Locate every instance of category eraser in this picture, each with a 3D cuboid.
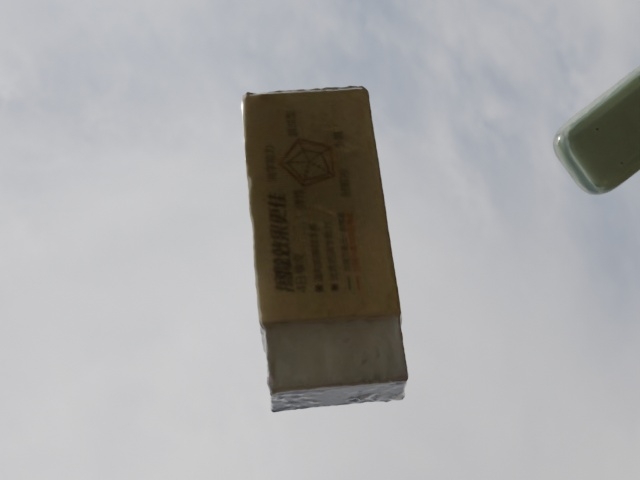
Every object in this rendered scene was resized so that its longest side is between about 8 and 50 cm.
[{"bbox_3d":[0.000,0.000,0.997,0.078,0.144,0.343,92,173,-63],"label":"eraser"}]

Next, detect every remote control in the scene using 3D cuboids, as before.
[{"bbox_3d":[0.374,-0.161,0.967,0.090,0.309,0.038,52,-179,-6],"label":"remote control"}]
